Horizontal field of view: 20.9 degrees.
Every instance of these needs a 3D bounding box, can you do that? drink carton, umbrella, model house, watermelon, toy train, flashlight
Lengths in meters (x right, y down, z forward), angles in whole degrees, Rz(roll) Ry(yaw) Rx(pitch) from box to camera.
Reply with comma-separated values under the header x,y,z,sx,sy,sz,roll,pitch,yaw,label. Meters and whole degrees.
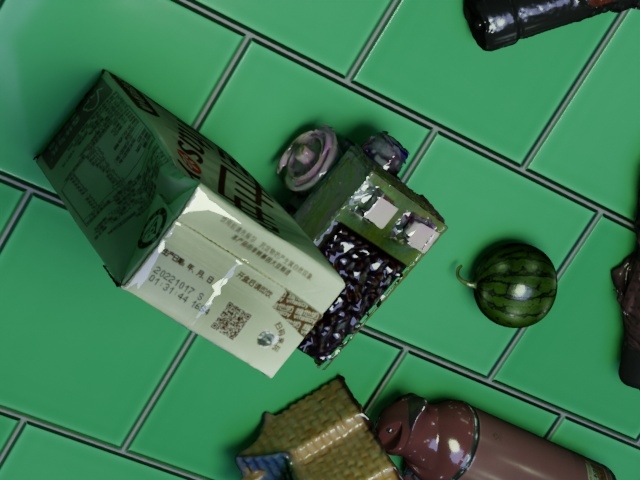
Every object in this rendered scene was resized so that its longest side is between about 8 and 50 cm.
x,y,z,sx,sy,sz,roll,pitch,yaw,label
-0.134,-0.024,1.695,0.194,0.324,0.132,33,98,-32,drink carton
0.403,0.032,2.049,0.094,0.090,0.326,-7,119,-19,umbrella
0.003,0.288,1.985,0.172,0.183,0.166,-26,121,-8,model house
0.219,0.052,1.989,0.109,0.109,0.109,-8,119,-15,watermelon
0.000,0.000,1.838,0.134,0.177,0.261,34,102,-31,toy train
0.269,-0.264,1.850,0.232,0.093,0.093,-18,121,-9,flashlight

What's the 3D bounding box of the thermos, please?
x,y,z,sx,sy,sz,roll,pitch,yaw,label
0.196,0.267,2.099,0.330,0.136,0.110,26,78,-29,thermos
